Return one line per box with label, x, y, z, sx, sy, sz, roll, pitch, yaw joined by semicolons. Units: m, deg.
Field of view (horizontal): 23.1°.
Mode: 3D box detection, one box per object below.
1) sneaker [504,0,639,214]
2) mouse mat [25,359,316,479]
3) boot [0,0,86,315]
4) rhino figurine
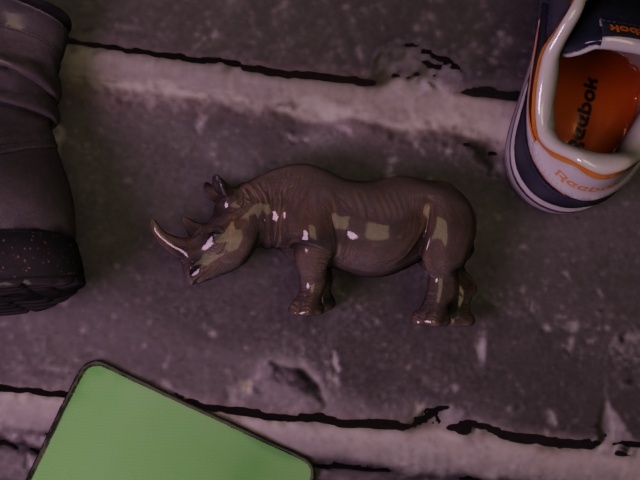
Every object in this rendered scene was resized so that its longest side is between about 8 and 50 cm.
sneaker;0.216;-0.181;1.140;0.126;0.127;0.321;9;84;-9
mouse mat;-0.114;0.189;1.113;0.190;0.007;0.152;26;82;-8
boot;-0.323;-0.059;1.017;0.338;0.118;0.222;-2;75;-29
rhino figurine;0.000;0.000;1.113;0.243;0.073;0.106;6;90;-10
